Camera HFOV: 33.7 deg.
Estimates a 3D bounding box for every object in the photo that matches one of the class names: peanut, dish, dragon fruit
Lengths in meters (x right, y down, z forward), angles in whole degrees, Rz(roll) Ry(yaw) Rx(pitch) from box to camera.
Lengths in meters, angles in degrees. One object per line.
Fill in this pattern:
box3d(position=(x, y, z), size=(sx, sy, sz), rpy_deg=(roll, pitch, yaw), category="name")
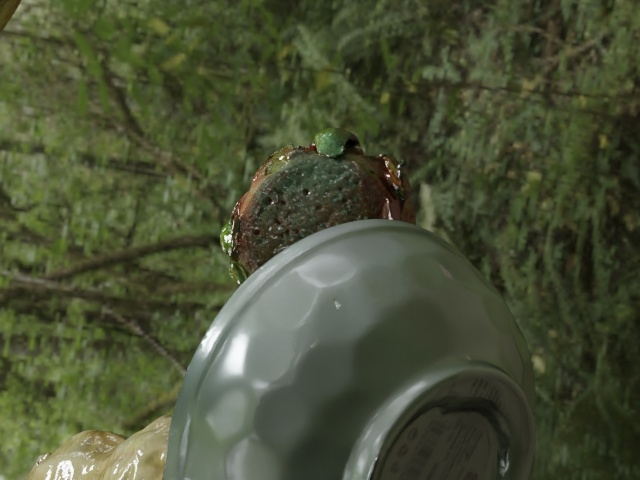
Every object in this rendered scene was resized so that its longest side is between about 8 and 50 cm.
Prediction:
box3d(position=(-0.197, 0.256, 1.055), size=(0.325, 0.140, 0.153), rpy_deg=(-30, 67, 39), category="peanut")
box3d(position=(0.045, 0.135, 0.683), size=(0.120, 0.303, 0.303), rpy_deg=(23, 105, 51), category="dish")
box3d(position=(0.000, 0.000, 1.391), size=(0.130, 0.268, 0.295), rpy_deg=(75, -143, -76), category="dragon fruit")

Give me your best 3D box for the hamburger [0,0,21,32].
box3d(position=(-0.515, -0.380, 1.407), size=(0.283, 0.259, 0.144), rpy_deg=(-41, -2, 24), category="hamburger")
